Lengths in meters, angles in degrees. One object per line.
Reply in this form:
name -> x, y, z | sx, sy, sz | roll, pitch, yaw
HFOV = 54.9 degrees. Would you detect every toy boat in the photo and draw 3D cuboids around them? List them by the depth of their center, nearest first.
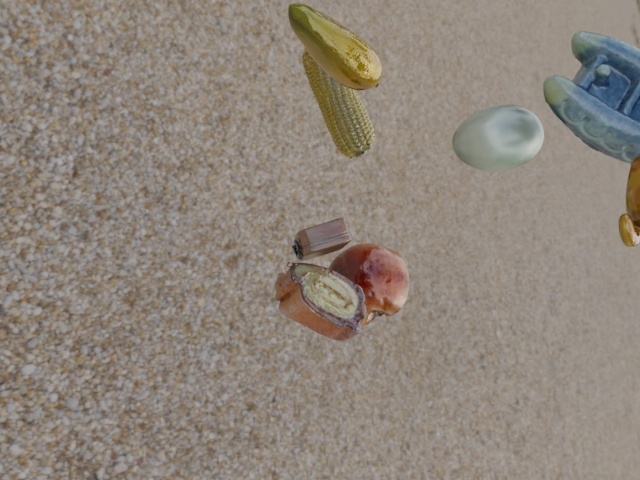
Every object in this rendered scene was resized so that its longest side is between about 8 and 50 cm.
toy boat -> 0.618, -0.281, 1.226 | 0.330, 0.123, 0.215 | 37, 77, -1

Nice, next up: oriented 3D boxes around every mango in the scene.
mango -> 0.040, -0.454, 1.460 | 0.316, 0.119, 0.176 | 29, 19, -45

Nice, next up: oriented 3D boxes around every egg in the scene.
egg -> 0.402, -0.232, 1.403 | 0.151, 0.209, 0.151 | 173, -90, -83

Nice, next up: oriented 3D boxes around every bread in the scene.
bread -> -0.008, 0.148, 1.609 | 0.244, 0.123, 0.190 | 31, 37, -11

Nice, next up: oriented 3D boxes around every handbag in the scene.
handbag -> 0.000, 0.000, 1.642 | 0.193, 0.151, 0.072 | 144, -71, -79

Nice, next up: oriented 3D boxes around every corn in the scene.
corn -> 0.057, -0.447, 1.975 | 0.144, 0.144, 0.387 | -34, 100, -56

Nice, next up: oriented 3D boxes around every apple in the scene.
apple -> 0.123, 0.140, 2.006 | 0.163, 0.293, 0.251 | 21, 42, -44

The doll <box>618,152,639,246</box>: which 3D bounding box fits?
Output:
doll -> 0.652, -0.089, 1.040 | 0.166, 0.269, 0.162 | -1, 81, -51
